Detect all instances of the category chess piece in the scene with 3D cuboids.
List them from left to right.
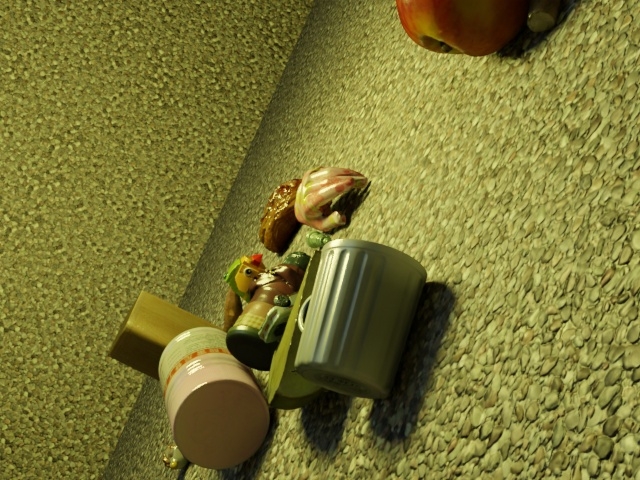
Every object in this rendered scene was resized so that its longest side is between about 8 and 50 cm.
[{"bbox_3d":[0.000,0.000,1.902,0.042,0.042,0.093,-65,22,-6],"label":"chess piece"}]

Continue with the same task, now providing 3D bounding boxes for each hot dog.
[{"bbox_3d":[-0.098,-0.073,2.255,0.227,0.099,0.160,-56,17,19],"label":"hot dog"}]

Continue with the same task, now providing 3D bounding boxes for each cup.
[{"bbox_3d":[0.053,0.129,1.272,0.221,0.166,0.202,114,174,-68],"label":"cup"}]

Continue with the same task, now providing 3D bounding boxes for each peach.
[{"bbox_3d":[0.249,-0.445,1.390,0.238,0.281,0.281,21,83,32],"label":"peach"}]

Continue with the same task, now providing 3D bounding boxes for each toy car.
[{"bbox_3d":[-0.042,0.138,1.625,0.204,0.056,0.095,-18,-37,-48],"label":"toy car"}]

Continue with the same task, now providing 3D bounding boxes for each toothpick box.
[{"bbox_3d":[-0.376,0.284,2.187,0.187,0.308,0.190,-51,17,39],"label":"toothpick box"}]

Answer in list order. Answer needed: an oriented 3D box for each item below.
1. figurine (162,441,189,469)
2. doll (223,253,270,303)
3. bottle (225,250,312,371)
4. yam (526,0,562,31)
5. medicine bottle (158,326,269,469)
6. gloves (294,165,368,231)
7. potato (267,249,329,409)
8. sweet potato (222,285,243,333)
[{"bbox_3d":[-0.352,0.541,2.155,0.143,0.068,0.101,-47,22,12],"label":"figurine"},{"bbox_3d":[-0.142,0.122,1.927,0.134,0.186,0.106,-34,16,1],"label":"doll"},{"bbox_3d":[-0.090,0.132,1.753,0.271,0.143,0.156,-61,-2,-37],"label":"bottle"},{"bbox_3d":[0.374,-0.435,1.319,0.057,0.056,0.241,-33,36,63],"label":"yam"},{"bbox_3d":[-0.234,0.326,1.778,0.202,0.202,0.316,-63,20,4],"label":"medicine bottle"},{"bbox_3d":[0.012,-0.102,1.879,0.145,0.126,0.241,-64,6,-23],"label":"gloves"},{"bbox_3d":[-0.019,0.190,1.495,0.255,0.112,0.270,120,168,-66],"label":"potato"},{"bbox_3d":[-0.206,0.219,2.014,0.067,0.059,0.281,-63,-15,-46],"label":"sweet potato"}]
